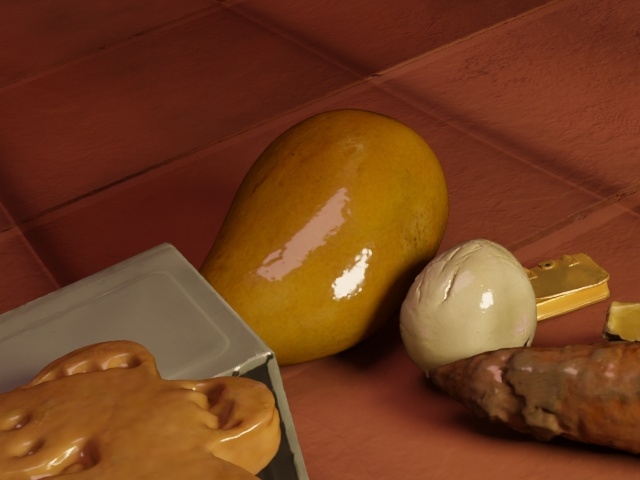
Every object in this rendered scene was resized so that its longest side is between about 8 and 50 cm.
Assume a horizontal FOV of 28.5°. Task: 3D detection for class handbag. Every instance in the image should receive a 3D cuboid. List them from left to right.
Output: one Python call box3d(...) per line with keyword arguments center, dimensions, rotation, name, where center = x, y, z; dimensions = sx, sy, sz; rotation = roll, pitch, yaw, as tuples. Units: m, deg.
box3d(center=(0.216, 0.041, 1.147), dimensions=(0.083, 0.027, 0.061), rotation=(-17, 29, -10), name="handbag")

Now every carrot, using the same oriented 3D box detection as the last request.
box3d(center=(0.204, 0.114, 0.959), dimensions=(0.263, 0.102, 0.102), rotation=(1, 32, 27), name="carrot")

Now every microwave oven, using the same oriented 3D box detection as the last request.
box3d(center=(-0.186, 0.168, 0.939), dimensions=(0.295, 0.181, 0.237), rotation=(-24, 33, -18), name="microwave oven")

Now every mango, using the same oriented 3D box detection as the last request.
box3d(center=(0.000, 0.000, 1.170), dimensions=(0.211, 0.173, 0.317), rotation=(5, 41, 31), name="mango")

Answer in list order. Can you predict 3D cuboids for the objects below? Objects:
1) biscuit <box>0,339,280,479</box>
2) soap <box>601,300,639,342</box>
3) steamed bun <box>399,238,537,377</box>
box3d(center=(-0.142, 0.153, 0.683), dimensions=(0.275, 0.052, 0.355), rotation=(-21, 24, -11), name="biscuit")
box3d(center=(0.350, 0.071, 0.975), dimensions=(0.252, 0.092, 0.037), rotation=(0, 74, 21), name="soap")
box3d(center=(0.132, 0.060, 1.061), dimensions=(0.130, 0.113, 0.091), rotation=(-26, 29, -34), name="steamed bun")
